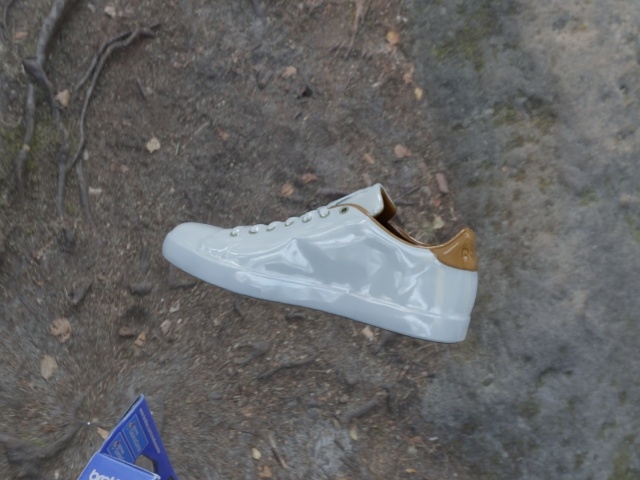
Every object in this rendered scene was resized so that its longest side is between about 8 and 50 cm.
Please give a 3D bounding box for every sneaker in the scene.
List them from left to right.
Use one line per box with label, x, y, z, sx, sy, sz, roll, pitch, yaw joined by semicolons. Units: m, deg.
sneaker;0.000;0.000;0.634;0.290;0.106;0.123;12;97;11

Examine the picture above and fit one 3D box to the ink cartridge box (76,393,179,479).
ink cartridge box;-0.164;0.281;0.467;0.065;0.185;0.311;13;48;16
